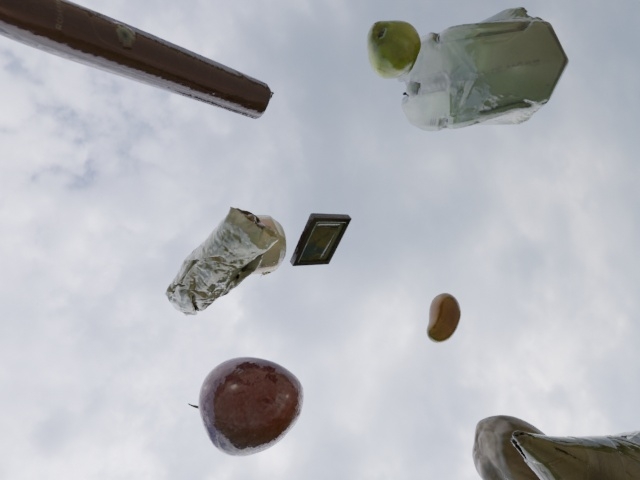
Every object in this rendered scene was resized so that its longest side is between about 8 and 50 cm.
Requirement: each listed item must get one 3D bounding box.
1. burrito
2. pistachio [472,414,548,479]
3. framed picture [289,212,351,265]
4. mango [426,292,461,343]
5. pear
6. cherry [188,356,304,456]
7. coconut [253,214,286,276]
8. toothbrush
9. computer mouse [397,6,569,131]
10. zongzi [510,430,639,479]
[{"bbox_3d":[-0.207,0.057,0.891,0.117,0.392,0.076,34,-134,-16],"label":"burrito"},{"bbox_3d":[0.296,0.322,0.629,0.108,0.186,0.126,-57,-28,9],"label":"pistachio"},{"bbox_3d":[0.000,0.000,1.246,0.128,0.168,0.023,0,-141,-36],"label":"framed picture"},{"bbox_3d":[0.357,0.227,1.316,0.102,0.085,0.184,52,-141,-16],"label":"mango"},{"bbox_3d":[0.116,-0.314,0.746,0.097,0.092,0.092,27,-110,-26],"label":"pear"},{"bbox_3d":[-0.184,0.402,1.101,0.286,0.236,0.212,-4,-134,2],"label":"cherry"},{"bbox_3d":[-0.186,0.015,1.188,0.183,0.171,0.170,-9,-92,-22],"label":"coconut"},{"bbox_3d":[-0.176,-0.149,0.320,0.364,0.041,0.040,4,-99,-49],"label":"toothbrush"},{"bbox_3d":[0.303,-0.352,0.980,0.146,0.429,0.228,-17,-73,-29],"label":"computer mouse"},{"bbox_3d":[0.276,0.216,0.461,0.176,0.078,0.160,43,-148,12],"label":"zongzi"}]
